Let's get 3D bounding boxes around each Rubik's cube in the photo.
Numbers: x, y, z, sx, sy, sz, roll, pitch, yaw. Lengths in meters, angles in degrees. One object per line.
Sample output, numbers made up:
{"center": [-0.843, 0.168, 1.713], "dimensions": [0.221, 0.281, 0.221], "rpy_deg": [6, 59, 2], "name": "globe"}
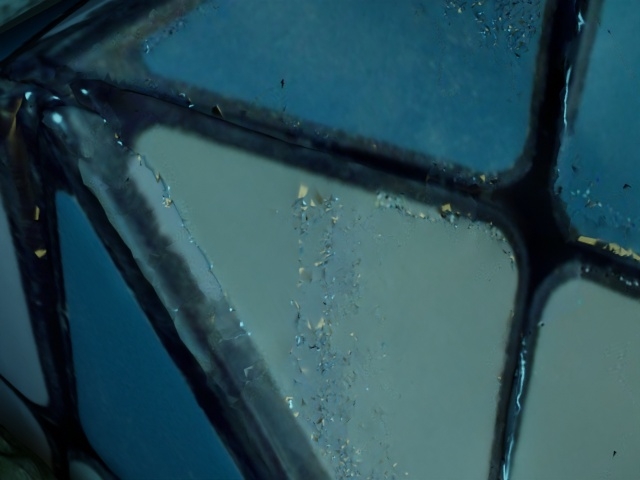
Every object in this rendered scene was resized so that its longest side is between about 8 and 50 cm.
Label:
{"center": [0.000, 0.000, 0.720], "dimensions": [0.307, 0.305, 0.310], "rpy_deg": [-34, -163, -27], "name": "Rubik's cube"}

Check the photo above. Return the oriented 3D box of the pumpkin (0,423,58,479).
{"center": [-0.232, 0.130, 0.660], "dimensions": [0.192, 0.320, 0.320], "rpy_deg": [-58, 169, -26], "name": "pumpkin"}
